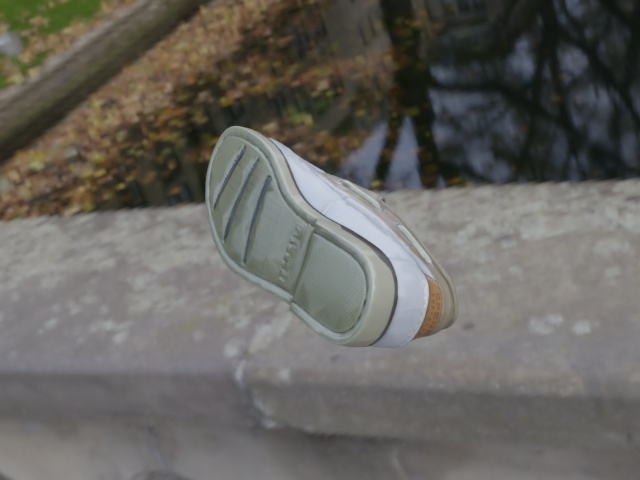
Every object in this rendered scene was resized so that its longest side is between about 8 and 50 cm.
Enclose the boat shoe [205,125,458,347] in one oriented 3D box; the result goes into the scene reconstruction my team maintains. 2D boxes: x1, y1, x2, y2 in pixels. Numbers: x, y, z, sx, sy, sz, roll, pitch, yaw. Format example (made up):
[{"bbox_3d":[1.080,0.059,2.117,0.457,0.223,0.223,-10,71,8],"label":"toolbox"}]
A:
[{"bbox_3d":[0.000,0.000,1.084,0.103,0.113,0.302,9,25,-35],"label":"boat shoe"}]
